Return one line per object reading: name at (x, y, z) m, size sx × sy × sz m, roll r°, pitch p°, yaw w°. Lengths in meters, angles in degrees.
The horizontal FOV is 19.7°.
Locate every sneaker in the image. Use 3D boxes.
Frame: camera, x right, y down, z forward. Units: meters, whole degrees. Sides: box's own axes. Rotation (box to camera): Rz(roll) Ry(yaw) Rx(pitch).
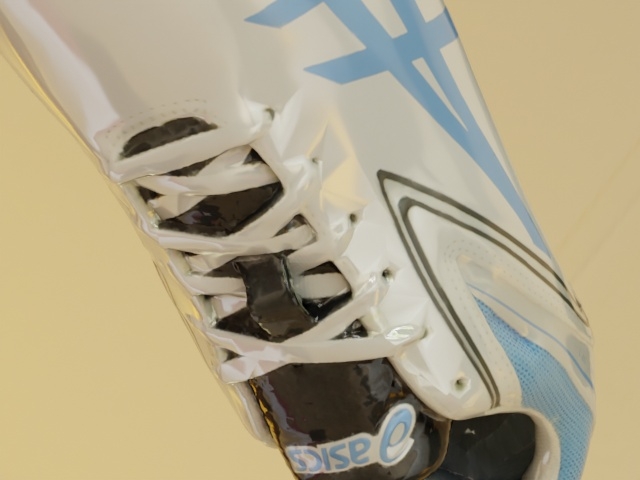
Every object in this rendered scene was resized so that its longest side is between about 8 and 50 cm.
sneaker at (0.000, 0.000, 0.396) m, size 0.085 × 0.086 × 0.237 m, roll -16°, pitch -43°, yaw 23°
